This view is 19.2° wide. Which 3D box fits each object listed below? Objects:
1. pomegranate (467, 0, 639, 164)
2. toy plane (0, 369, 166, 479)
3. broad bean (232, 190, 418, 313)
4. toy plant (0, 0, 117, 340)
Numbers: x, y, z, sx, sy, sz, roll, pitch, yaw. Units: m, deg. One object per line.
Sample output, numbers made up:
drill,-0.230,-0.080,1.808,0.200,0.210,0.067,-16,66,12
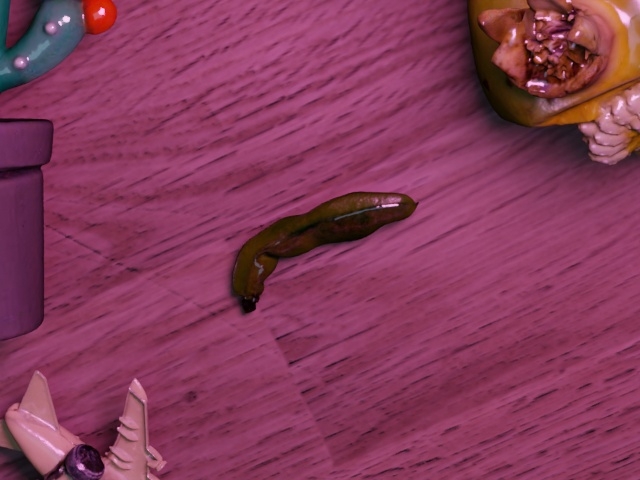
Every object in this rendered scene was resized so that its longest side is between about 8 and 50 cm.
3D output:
pomegranate,0.233,-0.183,1.541,0.260,0.341,0.260,4,99,26
toy plane,-0.214,0.234,1.783,0.229,0.092,0.244,-40,98,27
broad bean,-0.007,-0.004,1.731,0.195,0.046,0.061,-33,114,15
toy plant,-0.336,-0.116,1.648,0.279,0.185,0.400,2,99,31
